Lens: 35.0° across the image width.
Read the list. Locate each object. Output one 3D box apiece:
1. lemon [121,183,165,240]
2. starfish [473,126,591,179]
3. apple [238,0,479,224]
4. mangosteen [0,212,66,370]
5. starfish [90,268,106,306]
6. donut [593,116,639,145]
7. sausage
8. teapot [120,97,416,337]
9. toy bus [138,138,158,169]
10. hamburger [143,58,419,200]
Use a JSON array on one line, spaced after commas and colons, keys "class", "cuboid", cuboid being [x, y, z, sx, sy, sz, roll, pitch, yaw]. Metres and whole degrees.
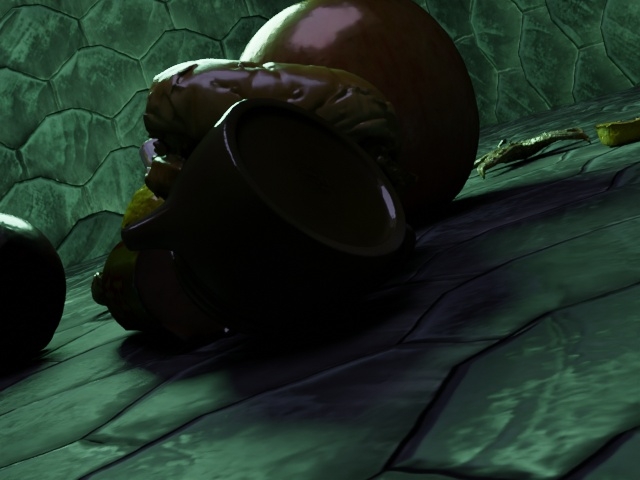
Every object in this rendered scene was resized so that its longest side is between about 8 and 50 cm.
[{"class": "lemon", "cuboid": [-0.156, -0.016, 1.277, 0.180, 0.180, 0.193, -14, 38, 35]}, {"class": "starfish", "cuboid": [0.363, -0.163, 1.761, 0.247, 0.050, 0.138, -22, 8, -9]}, {"class": "apple", "cuboid": [0.042, -0.176, 1.417, 0.364, 0.364, 0.364, -17, 6, 2]}, {"class": "mangosteen", "cuboid": [-0.396, 0.071, 1.239, 0.194, 0.194, 0.230, -18, -20, -2]}, {"class": "starfish", "cuboid": [-0.271, 0.051, 1.508, 0.146, 0.074, 0.190, -18, 6, 12]}, {"class": "donut", "cuboid": [0.462, -0.166, 1.541, 0.083, 0.038, 0.067, -12, 4, 11]}, {"class": "sausage", "cuboid": [-0.173, 0.038, 1.079, 0.117, 0.125, 0.317, -11, 2, -24]}, {"class": "teapot", "cuboid": [-0.037, 0.003, 0.865, 0.267, 0.185, 0.175, 14, -48, -36]}, {"class": "toy bus", "cuboid": [-0.173, -0.050, 1.450, 0.106, 0.092, 0.268, -26, -34, -7]}, {"class": "hamburger", "cuboid": [-0.037, -0.100, 1.071, 0.318, 0.158, 0.318, 5, 3, 0]}]
